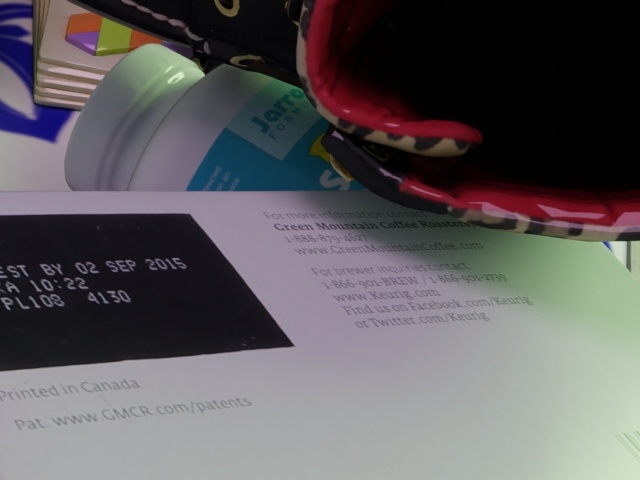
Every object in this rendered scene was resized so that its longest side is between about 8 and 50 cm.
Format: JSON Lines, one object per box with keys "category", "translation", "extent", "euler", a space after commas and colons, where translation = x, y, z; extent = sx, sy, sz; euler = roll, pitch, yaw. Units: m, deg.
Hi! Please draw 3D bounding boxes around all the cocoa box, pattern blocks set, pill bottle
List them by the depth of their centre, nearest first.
{"category": "cocoa box", "translation": [-0.018, 0.135, 0.656], "extent": [0.347, 0.228, 0.231], "euler": [-1, 40, -42]}
{"category": "pill bottle", "translation": [0.000, 0.000, 0.938], "extent": [0.264, 0.146, 0.146], "euler": [31, 40, 16]}
{"category": "pattern blocks set", "translation": [-0.089, -0.126, 1.151], "extent": [0.325, 0.026, 0.285], "euler": [0, 41, -20]}

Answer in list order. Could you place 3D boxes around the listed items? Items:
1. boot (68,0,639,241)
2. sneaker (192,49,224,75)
{"category": "boot", "translation": [0.015, -0.108, 0.776], "extent": [0.377, 0.138, 0.284], "euler": [20, 13, -3]}
{"category": "sneaker", "translation": [-0.058, -0.119, 1.070], "extent": [0.217, 0.079, 0.121], "euler": [38, 45, 18]}
